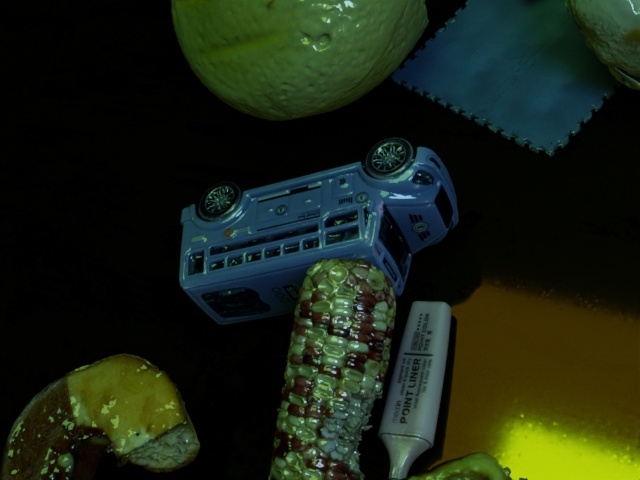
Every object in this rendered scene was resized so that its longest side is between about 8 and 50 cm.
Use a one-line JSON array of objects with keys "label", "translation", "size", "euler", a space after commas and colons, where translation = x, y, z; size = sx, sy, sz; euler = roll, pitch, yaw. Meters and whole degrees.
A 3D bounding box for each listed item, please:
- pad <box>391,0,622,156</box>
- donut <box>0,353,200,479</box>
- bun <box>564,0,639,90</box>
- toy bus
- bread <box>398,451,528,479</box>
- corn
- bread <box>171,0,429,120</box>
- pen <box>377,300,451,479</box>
[{"label": "pad", "translation": [0.261, -0.241, 0.982], "size": [0.269, 0.012, 0.269], "euler": [-44, 50, -9]}, {"label": "donut", "translation": [-0.226, 0.207, 0.842], "size": [0.217, 0.085, 0.141], "euler": [-24, 49, 7]}, {"label": "bun", "translation": [0.365, -0.261, 0.845], "size": [0.239, 0.141, 0.239], "euler": [2, 74, -5]}, {"label": "toy bus", "translation": [0.000, 0.000, 0.857], "size": [0.292, 0.125, 0.133], "euler": [-12, 53, 18]}, {"label": "bread", "translation": [0.110, 0.290, 0.617], "size": [0.181, 0.096, 0.222], "euler": [-24, 50, 11]}, {"label": "corn", "translation": [0.007, 0.158, 0.728], "size": [0.098, 0.098, 0.290], "euler": [3, 76, 27]}, {"label": "bread", "translation": [-0.033, -0.302, 0.976], "size": [0.320, 0.320, 0.237], "euler": [13, 33, 32]}, {"label": "pen", "translation": [0.089, 0.147, 0.769], "size": [0.053, 0.032, 0.197], "euler": [-1, 55, 24]}]
